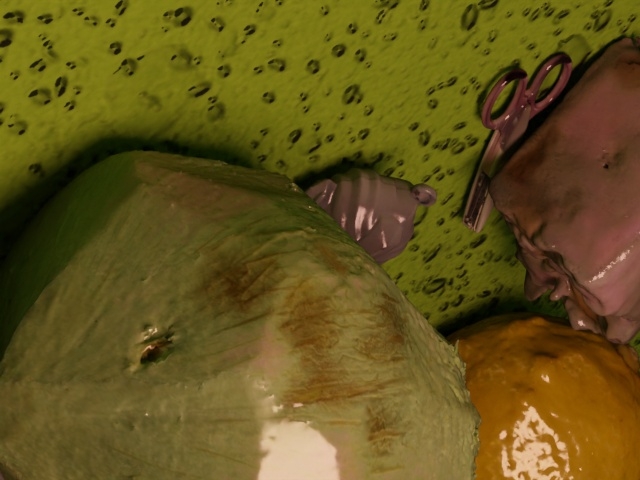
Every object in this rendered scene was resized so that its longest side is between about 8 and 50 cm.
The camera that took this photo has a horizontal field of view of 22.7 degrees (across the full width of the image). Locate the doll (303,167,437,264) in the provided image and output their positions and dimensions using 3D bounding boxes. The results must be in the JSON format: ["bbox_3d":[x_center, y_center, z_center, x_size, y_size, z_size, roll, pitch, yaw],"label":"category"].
[{"bbox_3d":[0.000,0.000,1.129,0.180,0.079,0.094,-28,130,15],"label":"doll"}]

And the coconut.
[{"bbox_3d":[-0.072,0.100,0.962,0.281,0.328,0.328,-33,157,34],"label":"coconut"}]

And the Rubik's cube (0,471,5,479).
[{"bbox_3d":[-0.331,0.101,0.664,0.316,0.313,0.318,-33,151,-5],"label":"Rubik's cube"}]

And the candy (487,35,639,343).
[{"bbox_3d":[0.238,-0.033,1.235,0.195,0.137,0.185,-47,153,-4],"label":"candy"}]

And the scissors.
[{"bbox_3d":[0.140,-0.070,1.218,0.085,0.022,0.176,-23,147,-33],"label":"scissors"}]

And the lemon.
[{"bbox_3d":[0.166,0.186,1.424,0.288,0.233,0.233,-34,153,13],"label":"lemon"}]
